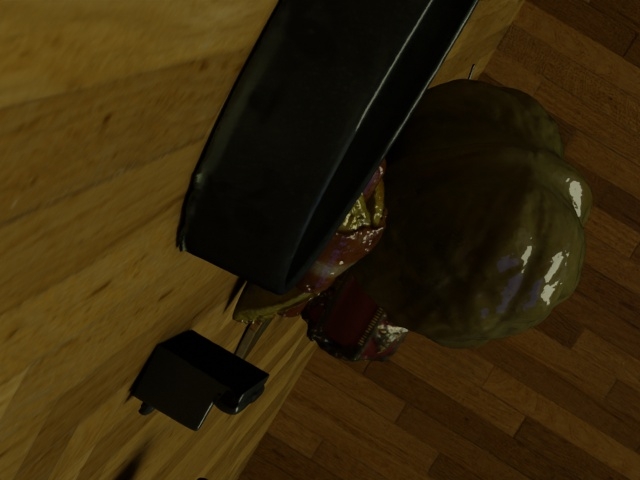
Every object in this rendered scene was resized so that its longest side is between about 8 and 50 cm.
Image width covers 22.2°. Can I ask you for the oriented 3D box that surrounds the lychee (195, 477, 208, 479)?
[{"bbox_3d":[-0.138,0.380,1.578,0.264,0.264,0.300,14,89,-86],"label":"lychee"}]

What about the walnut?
[{"bbox_3d":[0.164,-0.023,1.818,0.277,0.253,0.282,-47,-167,48],"label":"walnut"}]

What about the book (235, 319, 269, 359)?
[{"bbox_3d":[-0.058,0.081,1.979,0.172,0.012,0.118,-55,175,-39],"label":"book"}]

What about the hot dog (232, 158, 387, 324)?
[{"bbox_3d":[0.009,-0.013,1.530,0.261,0.093,0.123,-61,174,34],"label":"hot dog"}]

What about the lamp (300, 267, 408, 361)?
[{"bbox_3d":[0.080,0.042,2.262,0.274,0.177,0.177,-62,175,30],"label":"lamp"}]

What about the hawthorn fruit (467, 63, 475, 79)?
[{"bbox_3d":[0.146,-0.116,2.032,0.181,0.181,0.235,-52,159,-56],"label":"hawthorn fruit"}]

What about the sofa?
[{"bbox_3d":[-0.098,0.123,1.336,0.060,0.085,0.147,-62,176,4],"label":"sofa"}]

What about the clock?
[{"bbox_3d":[0.038,-0.136,1.108,0.386,0.076,0.386,-58,176,-7],"label":"clock"}]
